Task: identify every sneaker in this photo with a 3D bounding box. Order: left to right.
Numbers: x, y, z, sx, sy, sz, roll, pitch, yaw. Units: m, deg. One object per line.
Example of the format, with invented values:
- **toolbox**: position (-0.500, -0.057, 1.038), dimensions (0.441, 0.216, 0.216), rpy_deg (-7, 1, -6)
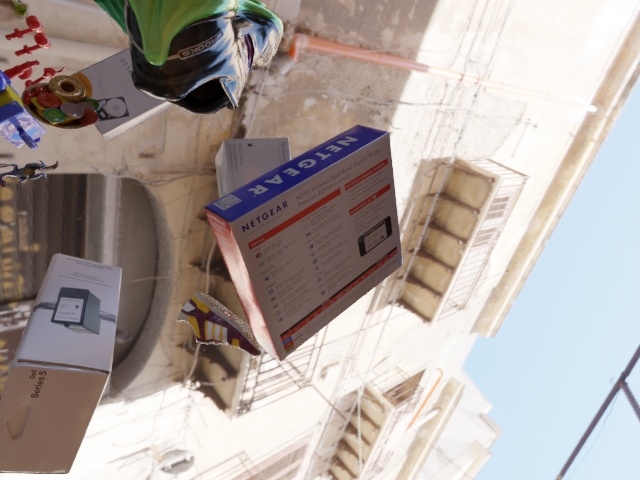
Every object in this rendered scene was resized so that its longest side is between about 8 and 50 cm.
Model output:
- **sneaker**: position (-0.190, -0.318, 0.743), dimensions (0.185, 0.483, 0.202), rpy_deg (19, -69, 2)
- **sneaker**: position (-0.201, 0.186, 0.908), dimensions (0.185, 0.069, 0.084), rpy_deg (38, -93, 10)

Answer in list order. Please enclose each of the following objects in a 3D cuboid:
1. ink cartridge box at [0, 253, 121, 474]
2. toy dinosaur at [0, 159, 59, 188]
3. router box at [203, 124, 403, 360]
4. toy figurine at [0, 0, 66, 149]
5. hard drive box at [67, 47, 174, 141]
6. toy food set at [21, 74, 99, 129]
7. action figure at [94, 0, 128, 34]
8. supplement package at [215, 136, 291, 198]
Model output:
- **ink cartridge box**: position (-0.398, 0.177, 0.691), dimensions (0.198, 0.115, 0.273), rpy_deg (-63, -151, 17)
- **toy dinosaur**: position (-0.542, -0.119, 0.825), dimensions (0.082, 0.090, 0.047), rpy_deg (-6, -81, 11)
- **router box**: position (0.000, 0.000, 0.804), dimensions (0.082, 0.335, 0.301), rpy_deg (27, -40, 43)
- **toy figurine**: position (-0.561, -0.278, 0.819), dimensions (0.217, 0.191, 0.362), rpy_deg (62, -16, 2)
- **hard drive box**: position (-0.570, -0.426, 1.298), dimensions (0.181, 0.232, 0.089), rpy_deg (56, -18, -9)
- **toy food set**: position (-0.316, -0.167, 0.551), dimensions (0.082, 0.083, 0.020), rpy_deg (45, -50, 5)
- **action figure**: position (-0.447, -0.530, 1.030), dimensions (0.137, 0.232, 0.063), rpy_deg (3, -122, 32)
- **supplement package**: position (-0.153, -0.091, 1.061), dimensions (0.204, 0.145, 0.261), rpy_deg (177, -94, -71)
